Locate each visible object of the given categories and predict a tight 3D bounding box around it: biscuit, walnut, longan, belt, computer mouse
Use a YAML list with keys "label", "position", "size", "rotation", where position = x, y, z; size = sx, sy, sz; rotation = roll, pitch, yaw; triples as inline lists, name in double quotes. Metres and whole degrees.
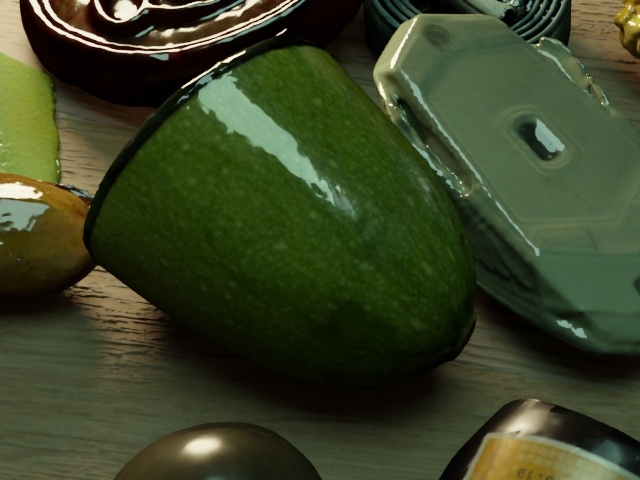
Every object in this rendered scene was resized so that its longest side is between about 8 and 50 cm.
- label: "biscuit"
  position: [-0.140, -0.311, 2.097]
  size: [0.407, 0.091, 0.407]
  rotation: [-8, 45, 9]
- label: "walnut"
  position: [-0.318, -0.003, 1.848]
  size: [0.245, 0.137, 0.137]
  rotation: [7, 48, 9]
- label: "longan"
  position: [-0.086, 0.251, 1.534]
  size: [0.248, 0.248, 0.248]
  rotation: [1, 48, -1]
- label: "belt"
  position: [0.152, -0.262, 2.098]
  size: [0.267, 0.116, 0.206]
  rotation: [31, 59, 28]
- label: "computer mouse"
  position: [0.207, -0.049, 1.894]
  size: [0.228, 0.145, 0.429]
  rotation: [-25, 65, -32]

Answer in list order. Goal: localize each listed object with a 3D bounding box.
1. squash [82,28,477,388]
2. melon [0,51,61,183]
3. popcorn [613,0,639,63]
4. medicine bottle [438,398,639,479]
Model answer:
- label: "squash"
  position: [-0.012, 0.021, 1.758]
  size: [0.310, 0.310, 0.309]
  rotation: [-31, 69, -26]
- label: "melon"
  position: [-0.317, -0.107, 2.007]
  size: [0.114, 0.053, 0.262]
  rotation: [-1, 49, -27]
- label: "popcorn"
  position: [0.429, -0.236, 2.075]
  size: [0.194, 0.140, 0.163]
  rotation: [-22, 43, -33]
- label: "medicine bottle"
  position: [0.142, 0.341, 1.486]
  size: [0.242, 0.242, 0.395]
  rotation: [23, 65, 18]
